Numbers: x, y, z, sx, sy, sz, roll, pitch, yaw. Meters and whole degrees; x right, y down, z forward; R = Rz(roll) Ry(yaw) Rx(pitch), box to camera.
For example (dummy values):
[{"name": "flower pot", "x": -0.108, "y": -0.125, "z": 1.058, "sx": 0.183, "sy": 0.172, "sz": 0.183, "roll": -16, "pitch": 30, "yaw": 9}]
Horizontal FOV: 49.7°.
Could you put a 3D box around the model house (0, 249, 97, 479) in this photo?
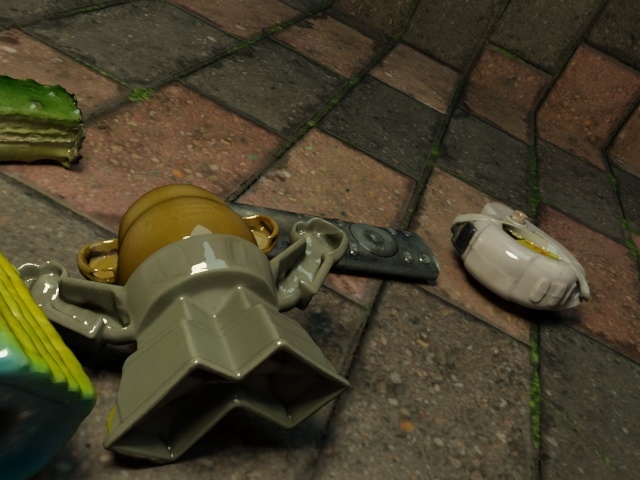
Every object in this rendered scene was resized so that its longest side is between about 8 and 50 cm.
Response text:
[{"name": "model house", "x": -0.314, "y": 0.064, "z": 0.466, "sx": 0.237, "sy": 0.215, "sz": 0.303, "roll": 45, "pitch": 19, "yaw": 24}]

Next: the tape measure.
[{"name": "tape measure", "x": 0.314, "y": 0.029, "z": 1.112, "sx": 0.197, "sy": 0.120, "sz": 0.236, "roll": -1, "pitch": 35, "yaw": -49}]

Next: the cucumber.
[{"name": "cucumber", "x": -0.453, "y": -0.150, "z": 0.802, "sx": 0.325, "sy": 0.105, "sz": 0.145, "roll": -9, "pitch": 46, "yaw": -43}]

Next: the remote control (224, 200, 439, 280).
[{"name": "remote control", "x": 0.000, "y": 0.000, "z": 0.985, "sx": 0.377, "sy": 0.044, "sz": 0.107, "roll": 8, "pitch": 38, "yaw": -29}]

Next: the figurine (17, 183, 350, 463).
[{"name": "figurine", "x": -0.121, "y": 0.051, "z": 0.684, "sx": 0.342, "sy": 0.167, "sz": 0.285, "roll": 7, "pitch": 37, "yaw": -36}]
